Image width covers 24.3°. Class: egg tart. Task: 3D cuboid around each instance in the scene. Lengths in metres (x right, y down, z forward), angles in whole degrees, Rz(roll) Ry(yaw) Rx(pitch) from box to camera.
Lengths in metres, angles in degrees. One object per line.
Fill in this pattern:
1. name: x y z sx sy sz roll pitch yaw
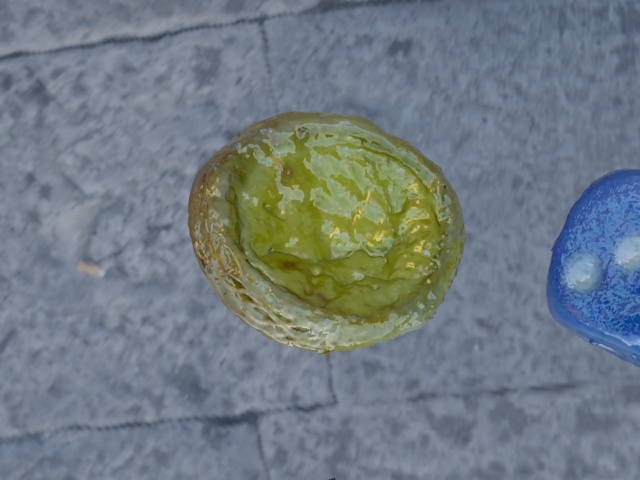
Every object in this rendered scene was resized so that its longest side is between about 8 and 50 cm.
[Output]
1. egg tart: 0.000 0.000 0.965 0.191 0.191 0.074 26 141 -1

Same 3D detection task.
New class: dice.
1. dice: 0.277 0.031 1.200 0.146 0.143 0.146 21 85 38

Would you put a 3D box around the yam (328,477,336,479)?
1. yam: -0.004 0.199 0.911 0.014 0.014 0.107 8 71 7
